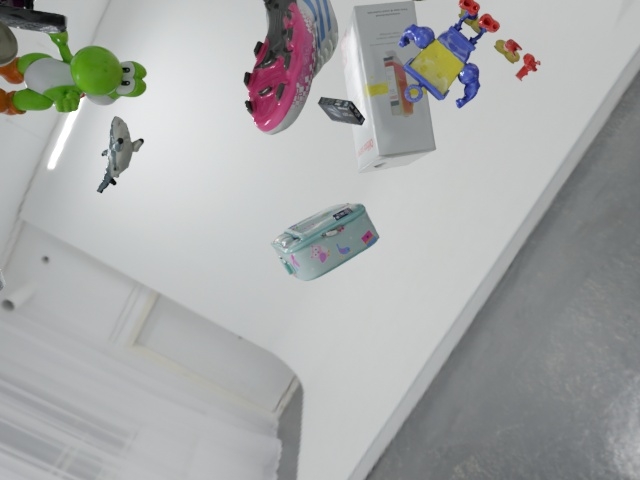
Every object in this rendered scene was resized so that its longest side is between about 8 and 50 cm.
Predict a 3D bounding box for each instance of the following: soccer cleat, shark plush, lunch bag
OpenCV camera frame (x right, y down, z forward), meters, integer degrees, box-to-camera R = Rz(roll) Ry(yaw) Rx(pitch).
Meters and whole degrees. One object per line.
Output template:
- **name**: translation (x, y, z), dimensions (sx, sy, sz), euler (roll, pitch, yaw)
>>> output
- **soccer cleat**: translation (-0.025, -0.291, 0.908), dimensions (0.116, 0.143, 0.331), euler (-19, 59, 41)
- **shark plush**: translation (-0.424, -0.172, 1.253), dimensions (0.073, 0.067, 0.161), euler (-34, -27, -55)
- **lunch bag**: translation (0.000, 0.000, 1.420), dimensions (0.224, 0.107, 0.279), euler (-27, 9, -11)

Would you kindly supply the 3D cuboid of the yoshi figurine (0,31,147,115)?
- **yoshi figurine**: translation (-0.593, -0.383, 1.393), dimensions (0.203, 0.363, 0.203), euler (-84, -9, -55)

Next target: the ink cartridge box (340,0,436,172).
- **ink cartridge box**: translation (0.171, -0.393, 1.616), dimensions (0.279, 0.161, 0.384), euler (168, 94, -83)

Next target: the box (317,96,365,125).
- **box**: translation (0.044, -0.270, 1.263), dimensions (0.067, 0.083, 0.018), euler (40, -108, -52)

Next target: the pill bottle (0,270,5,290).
- **pill bottle**: translation (-0.759, -0.004, 1.237), dimensions (0.153, 0.153, 0.264), euler (-76, -24, -65)

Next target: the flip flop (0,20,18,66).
- **flip flop**: translation (-0.544, -0.296, 0.879), dimensions (0.080, 0.112, 0.277), euler (-15, 11, 24)

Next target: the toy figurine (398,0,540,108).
- **toy figurine**: translation (0.225, -0.378, 1.198), dimensions (0.217, 0.363, 0.191), euler (-49, 7, 19)

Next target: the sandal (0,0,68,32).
- **sandal**: translation (-0.653, -0.483, 1.183), dimensions (0.168, 0.446, 0.106), euler (-8, -66, -52)
